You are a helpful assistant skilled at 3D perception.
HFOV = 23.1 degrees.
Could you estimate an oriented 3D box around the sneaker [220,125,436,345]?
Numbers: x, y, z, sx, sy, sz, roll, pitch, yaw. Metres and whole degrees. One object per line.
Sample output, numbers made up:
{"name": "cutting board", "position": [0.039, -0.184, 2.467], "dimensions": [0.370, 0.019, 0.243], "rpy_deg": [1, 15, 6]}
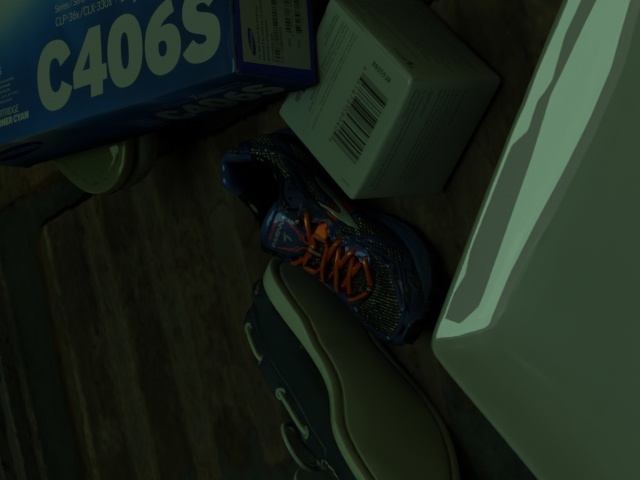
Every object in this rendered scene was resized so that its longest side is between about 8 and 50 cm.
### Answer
{"name": "sneaker", "position": [0.000, 0.000, 1.125], "dimensions": [0.221, 0.087, 0.083], "rpy_deg": [46, 128, 36]}

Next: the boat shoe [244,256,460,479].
{"name": "boat shoe", "position": [0.013, 0.122, 1.119], "dimensions": [0.254, 0.095, 0.079], "rpy_deg": [55, 131, 32]}

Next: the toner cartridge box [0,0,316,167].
{"name": "toner cartridge box", "position": [-0.151, -0.162, 1.148], "dimensions": [0.348, 0.075, 0.165], "rpy_deg": [-11, 78, 45]}

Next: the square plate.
{"name": "square plate", "position": [0.198, -0.009, 0.834], "dimensions": [0.344, 0.049, 0.347], "rpy_deg": [-69, 27, 17]}

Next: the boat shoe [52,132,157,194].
{"name": "boat shoe", "position": [-0.200, -0.167, 1.331], "dimensions": [0.113, 0.103, 0.302], "rpy_deg": [-42, 61, 30]}

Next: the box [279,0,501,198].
{"name": "box", "position": [0.046, -0.097, 1.057], "dimensions": [0.102, 0.087, 0.101], "rpy_deg": [52, 130, 34]}
